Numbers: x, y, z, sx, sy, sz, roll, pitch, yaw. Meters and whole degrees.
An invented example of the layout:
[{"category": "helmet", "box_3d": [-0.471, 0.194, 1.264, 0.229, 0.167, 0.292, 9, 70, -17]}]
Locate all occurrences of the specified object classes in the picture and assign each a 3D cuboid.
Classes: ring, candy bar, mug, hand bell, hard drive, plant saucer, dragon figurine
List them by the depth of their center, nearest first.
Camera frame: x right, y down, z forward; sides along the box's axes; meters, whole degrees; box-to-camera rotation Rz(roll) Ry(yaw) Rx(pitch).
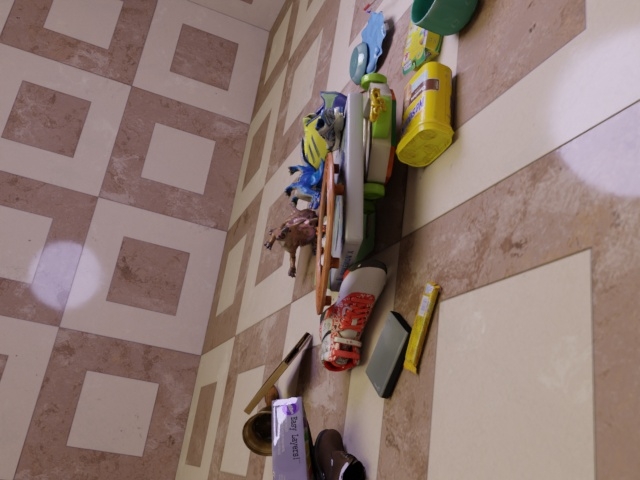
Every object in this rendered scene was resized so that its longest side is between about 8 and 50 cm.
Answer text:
[{"category": "candy bar", "box_3d": [0.174, 0.148, 1.047, 0.040, 0.018, 0.161, 17, 91, 69]}, {"category": "hard drive", "box_3d": [0.127, 0.210, 1.126, 0.094, 0.022, 0.135, -126, 54, -67]}, {"category": "mug", "box_3d": [0.256, -0.487, 1.207, 0.129, 0.098, 0.157, -177, 103, -72]}, {"category": "ring", "box_3d": [0.017, -0.013, 1.259, 0.336, 0.032, 0.336, -176, 90, -87]}, {"category": "hand bell", "box_3d": [-0.133, 0.451, 1.623, 0.242, 0.126, 0.126, -92, 21, -76]}, {"category": "plant saucer", "box_3d": [0.103, -0.497, 1.707, 0.119, 0.021, 0.119, -175, 90, -77]}, {"category": "dragon figurine", "box_3d": [-0.016, -0.177, 1.731, 0.144, 0.085, 0.289, -8, 49, 23]}]

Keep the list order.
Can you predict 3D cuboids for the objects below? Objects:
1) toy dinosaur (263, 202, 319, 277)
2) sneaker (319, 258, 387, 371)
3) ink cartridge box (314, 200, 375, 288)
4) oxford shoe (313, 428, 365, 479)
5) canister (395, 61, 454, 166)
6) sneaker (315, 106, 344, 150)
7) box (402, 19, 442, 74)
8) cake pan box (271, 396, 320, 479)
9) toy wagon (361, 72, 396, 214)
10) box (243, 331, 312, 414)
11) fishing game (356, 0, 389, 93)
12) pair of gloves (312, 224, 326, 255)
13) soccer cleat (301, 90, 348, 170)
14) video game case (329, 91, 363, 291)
[{"category": "toy dinosaur", "box_3d": [-0.058, -0.036, 1.748, 0.200, 0.127, 0.295, -50, 14, 34]}, {"category": "sneaker", "box_3d": [0.069, 0.165, 1.237, 0.270, 0.090, 0.144, 120, 156, -47]}, {"category": "ink cartridge box", "box_3d": [0.057, -0.004, 1.471, 0.235, 0.056, 0.171, 128, 152, -54]}, {"category": "oxford shoe", "box_3d": [0.044, 0.429, 1.138, 0.096, 0.083, 0.227, -42, 23, 13]}, {"category": "canister", "box_3d": [0.207, -0.248, 1.195, 0.126, 0.073, 0.169, 134, 149, -58]}, {"category": "sneaker", "box_3d": [0.016, -0.238, 1.287, 0.135, 0.058, 0.052, 100, 173, -63]}, {"category": "box", "box_3d": [0.231, -0.457, 1.346, 0.105, 0.043, 0.179, 161, 126, -68]}, {"category": "cake pan box", "box_3d": [-0.040, 0.470, 1.159, 0.266, 0.070, 0.245, -98, 0, -53]}, {"category": "toy wagon", "box_3d": [0.114, -0.214, 1.291, 0.344, 0.068, 0.267, 111, 162, -77]}, {"category": "box", "box_3d": [-0.108, 0.336, 1.546, 0.201, 0.021, 0.164, -52, -4, 26]}, {"category": "fishing game", "box_3d": [0.147, -0.540, 1.674, 0.189, 0.041, 0.263, 172, 103, -72]}, {"category": "pair of gloves", "box_3d": [0.000, 0.000, 1.533, 0.074, 0.010, 0.083, 174, 108, -71]}, {"category": "soccer cleat", "box_3d": [-0.010, -0.325, 1.823, 0.093, 0.121, 0.289, -94, 26, -47]}, {"category": "video game case", "box_3d": [0.053, -0.091, 1.293, 0.300, 0.036, 0.328, 102, 170, -66]}]
